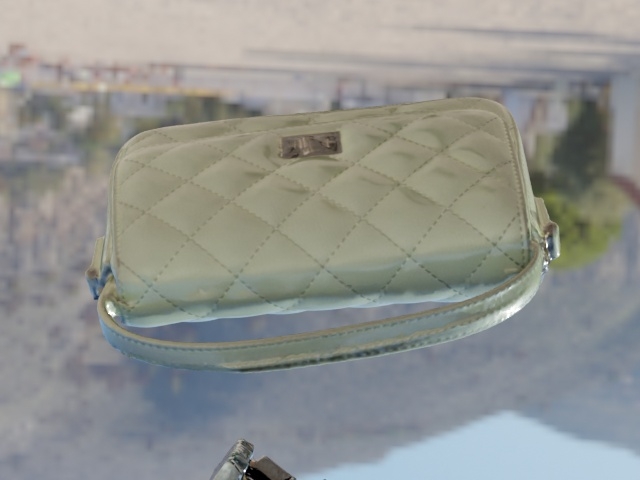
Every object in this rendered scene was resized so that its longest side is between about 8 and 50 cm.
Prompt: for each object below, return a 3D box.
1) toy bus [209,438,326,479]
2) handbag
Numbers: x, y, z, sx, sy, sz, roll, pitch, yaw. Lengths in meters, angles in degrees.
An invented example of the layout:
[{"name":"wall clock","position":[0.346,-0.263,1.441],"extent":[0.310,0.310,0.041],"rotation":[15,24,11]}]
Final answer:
[{"name":"toy bus","position":[0.031,0.226,0.835],"extent":[0.275,0.167,0.138],"rotation":[37,179,0]},{"name":"handbag","position":[0.000,0.000,1.066],"extent":[0.256,0.079,0.219],"rotation":[-6,-152,1]}]
